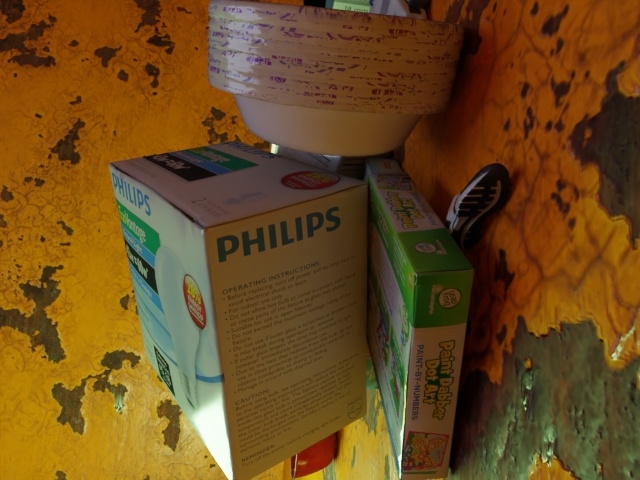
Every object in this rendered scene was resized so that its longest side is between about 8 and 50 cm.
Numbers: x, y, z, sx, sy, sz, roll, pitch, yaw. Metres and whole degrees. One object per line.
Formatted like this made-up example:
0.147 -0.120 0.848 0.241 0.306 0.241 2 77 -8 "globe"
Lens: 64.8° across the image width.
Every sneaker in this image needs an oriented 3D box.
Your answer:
0.138 -0.036 0.462 0.109 0.040 0.043 105 170 -56 "sneaker"

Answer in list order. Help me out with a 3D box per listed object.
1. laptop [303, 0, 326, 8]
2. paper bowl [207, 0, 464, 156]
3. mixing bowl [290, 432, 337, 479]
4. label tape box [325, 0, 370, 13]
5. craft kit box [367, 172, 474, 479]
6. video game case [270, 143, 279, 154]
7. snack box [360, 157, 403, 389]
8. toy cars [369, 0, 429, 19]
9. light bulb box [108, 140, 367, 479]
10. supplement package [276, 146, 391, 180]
0.017 -0.632 1.309 0.264 0.137 0.234 -98 3 -64 "laptop"
0.012 -0.192 0.592 0.284 0.285 0.148 -99 14 -64 "paper bowl"
-0.015 0.463 1.181 0.181 0.098 0.181 -176 90 -84 "mixing bowl"
0.082 -0.584 1.024 0.333 0.106 0.240 116 158 -73 "label tape box"
0.093 0.079 0.562 0.250 0.061 0.246 -98 3 -63 "craft kit box"
0.017 -0.241 0.928 0.285 0.204 0.025 104 171 -56 "video game case"
0.081 0.052 0.800 0.187 0.060 0.321 -95 12 -61 "snack box"
0.114 -0.459 0.751 0.176 0.087 0.393 -130 45 -81 "toy cars"
-0.123 0.069 0.747 0.358 0.225 0.360 27 126 49 "light bulb box"
-0.005 -0.083 0.894 0.139 0.134 0.244 41 123 29 "supplement package"
